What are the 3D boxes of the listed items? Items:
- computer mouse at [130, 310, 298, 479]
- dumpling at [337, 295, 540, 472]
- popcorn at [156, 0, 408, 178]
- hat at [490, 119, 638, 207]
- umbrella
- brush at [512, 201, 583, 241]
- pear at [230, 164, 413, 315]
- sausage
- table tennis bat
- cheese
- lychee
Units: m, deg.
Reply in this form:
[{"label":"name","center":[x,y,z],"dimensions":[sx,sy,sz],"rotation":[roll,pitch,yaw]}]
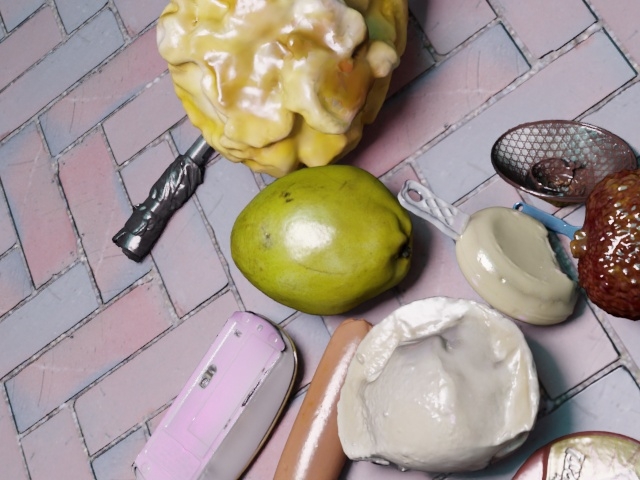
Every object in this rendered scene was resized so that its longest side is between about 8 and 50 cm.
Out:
[{"label":"computer mouse","center":[-0.147,0.249,1.850],"dimensions":[0.158,0.072,0.310],"rotation":[31,87,38]},{"label":"dumpling","center":[0.141,0.181,1.629],"dimensions":[0.243,0.175,0.226],"rotation":[-5,76,-1]},{"label":"popcorn","center":[-0.057,-0.288,1.862],"dimensions":[0.354,0.344,0.390],"rotation":[120,168,-45]},{"label":"hat","center":[0.319,-0.078,1.713],"dimensions":[0.193,0.082,0.193],"rotation":[0,36,0]},{"label":"umbrella","center":[-0.243,-0.071,2.063],"dimensions":[0.066,0.059,0.235],"rotation":[39,90,16]},{"label":"brush","center":[0.323,-0.017,1.719],"dimensions":[0.164,0.014,0.051],"rotation":[27,83,38]},{"label":"pear","center":[0.000,0.000,1.789],"dimensions":[0.269,0.212,0.212],"rotation":[2,70,25]},{"label":"sausage","center":[0.012,0.241,1.749],"dimensions":[0.086,0.086,0.289],"rotation":[16,76,35]},{"label":"table tennis bat","center":[0.295,0.328,1.572],"dimensions":[0.310,0.038,0.200],"rotation":[1,69,28]},{"label":"cheese","center":[0.211,0.015,1.655],"dimensions":[0.071,0.249,0.163],"rotation":[-53,27,41]},{"label":"lychee","center":[0.393,0.011,1.563],"dimensions":[0.194,0.194,0.194],"rotation":[-13,63,26]}]
